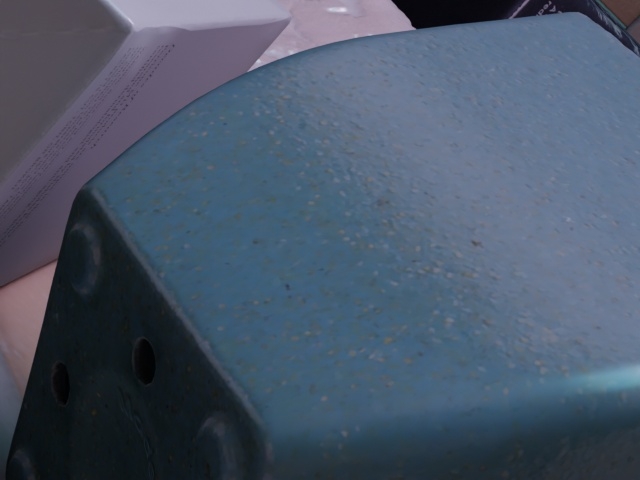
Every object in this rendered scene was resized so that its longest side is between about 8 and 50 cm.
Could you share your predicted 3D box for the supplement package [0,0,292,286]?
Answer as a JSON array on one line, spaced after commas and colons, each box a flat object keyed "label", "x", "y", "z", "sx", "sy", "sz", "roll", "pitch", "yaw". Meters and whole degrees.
[{"label": "supplement package", "x": -0.155, "y": -0.092, "z": 0.663, "sx": 0.177, "sy": 0.175, "sz": 0.293, "roll": 43, "pitch": 14, "yaw": 1}]

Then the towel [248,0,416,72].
[{"label": "towel", "x": -0.086, "y": -0.178, "z": 1.078, "sx": 0.317, "sy": 0.053, "sz": 0.332, "roll": -1, "pitch": 40, "yaw": -30}]

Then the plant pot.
[{"label": "plant pot", "x": 0.031, "y": 0.070, "z": 0.560, "sx": 0.252, "sy": 0.247, "sz": 0.248, "roll": -3, "pitch": 36, "yaw": -35}]

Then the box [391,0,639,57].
[{"label": "box", "x": 0.079, "y": -0.216, "z": 1.475, "sx": 0.480, "sy": 0.297, "sz": 0.472, "roll": 52, "pitch": 14, "yaw": 30}]
